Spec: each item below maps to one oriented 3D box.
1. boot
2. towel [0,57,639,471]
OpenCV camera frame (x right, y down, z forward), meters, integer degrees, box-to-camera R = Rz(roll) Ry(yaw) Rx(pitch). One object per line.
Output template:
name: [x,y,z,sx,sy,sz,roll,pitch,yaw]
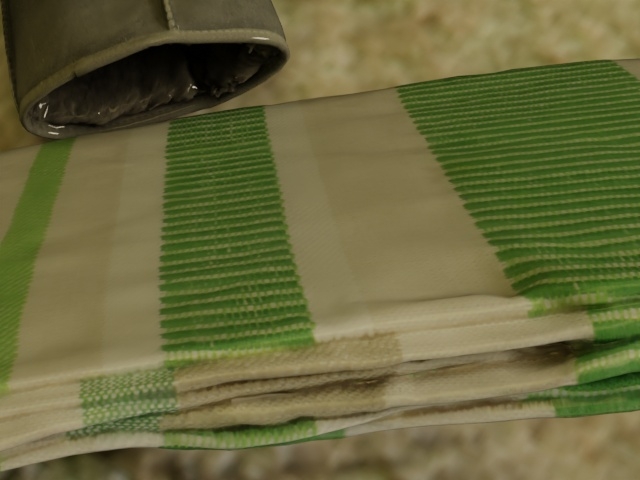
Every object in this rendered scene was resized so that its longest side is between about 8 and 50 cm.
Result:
boot: [-0.050,-0.155,0.568,0.189,0.076,0.208,-24,56,6]
towel: [0.000,0.000,0.429,0.325,0.038,0.248,-10,20,-2]
